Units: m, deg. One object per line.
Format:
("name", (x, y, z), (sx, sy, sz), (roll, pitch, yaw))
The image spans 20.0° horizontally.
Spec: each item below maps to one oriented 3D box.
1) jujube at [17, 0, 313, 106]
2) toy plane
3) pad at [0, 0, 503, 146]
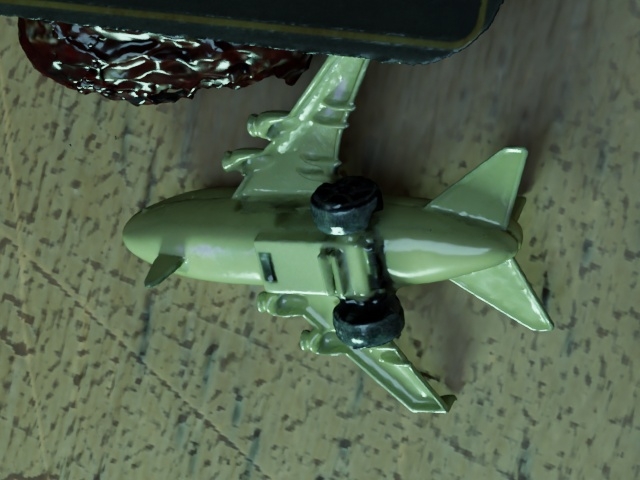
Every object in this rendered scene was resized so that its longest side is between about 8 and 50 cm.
("jujube", (-0.083, -0.128, 0.964), (0.166, 0.104, 0.104), (-4, 106, 10))
("toy plane", (0.000, 0.000, 0.972), (0.244, 0.092, 0.229), (-2, 120, 19))
("pad", (-0.086, -0.195, 0.888), (0.375, 0.063, 0.315), (8, 86, 19))
